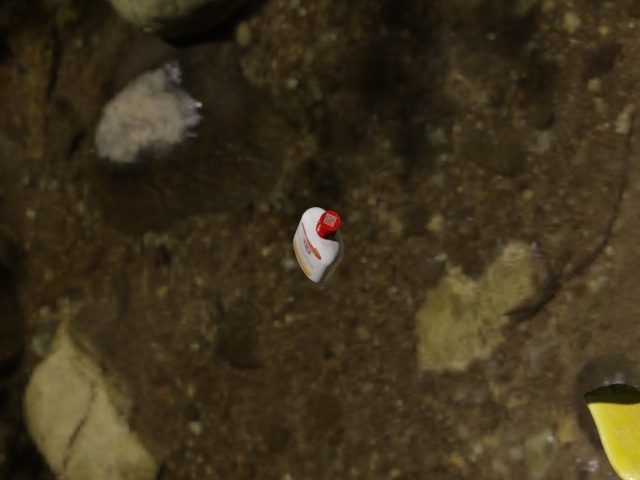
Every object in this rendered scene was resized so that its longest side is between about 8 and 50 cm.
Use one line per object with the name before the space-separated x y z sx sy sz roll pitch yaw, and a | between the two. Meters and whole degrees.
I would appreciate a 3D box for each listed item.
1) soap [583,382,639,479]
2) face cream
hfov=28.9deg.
soap | 0.274 0.163 1.067 0.168 0.089 0.033 -110 30 -58
face cream | 0.000 0.000 0.789 0.040 0.021 0.083 65 166 12
